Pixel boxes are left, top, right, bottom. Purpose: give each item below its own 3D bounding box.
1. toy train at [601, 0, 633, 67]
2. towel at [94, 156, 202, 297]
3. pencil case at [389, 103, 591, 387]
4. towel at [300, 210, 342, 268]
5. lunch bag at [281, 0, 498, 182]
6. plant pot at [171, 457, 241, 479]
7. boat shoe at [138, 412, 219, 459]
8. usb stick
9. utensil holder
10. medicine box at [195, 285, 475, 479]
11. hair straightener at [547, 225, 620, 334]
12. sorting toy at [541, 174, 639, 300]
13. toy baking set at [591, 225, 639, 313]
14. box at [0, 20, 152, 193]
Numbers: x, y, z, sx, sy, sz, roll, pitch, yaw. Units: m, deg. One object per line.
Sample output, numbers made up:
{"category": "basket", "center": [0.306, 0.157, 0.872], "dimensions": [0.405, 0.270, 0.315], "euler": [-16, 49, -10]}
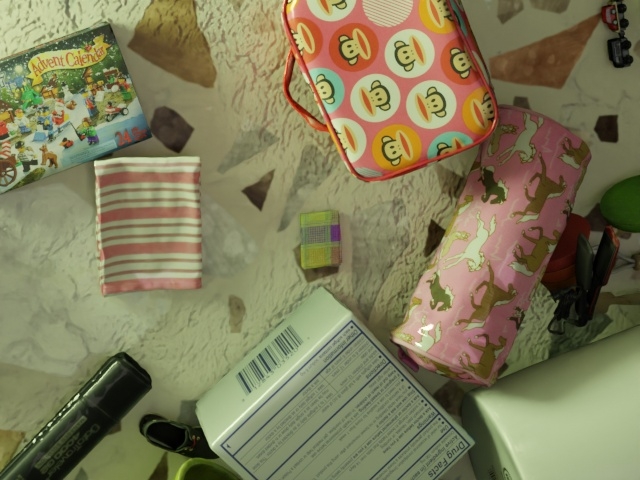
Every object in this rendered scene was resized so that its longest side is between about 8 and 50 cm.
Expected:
{"category": "toy train", "center": [0.421, -0.325, 1.794], "dimensions": [0.036, 0.027, 0.158], "euler": [-12, 107, -1]}
{"category": "towel", "center": [-0.228, -0.018, 1.674], "dimensions": [0.144, 0.029, 0.197], "euler": [-5, 115, -15]}
{"category": "pencil case", "center": [0.233, 0.012, 1.719], "dimensions": [0.160, 0.167, 0.386], "euler": [24, 83, -2]}
{"category": "towel", "center": [0.000, 0.000, 1.768], "dimensions": [0.060, 0.009, 0.083], "euler": [-6, 104, -13]}
{"category": "lunch bag", "center": [0.077, -0.227, 1.636], "dimensions": [0.258, 0.120, 0.293], "euler": [-20, 98, 12]}
{"category": "plant pot", "center": [-0.208, 0.549, 1.692], "dimensions": [0.353, 0.366, 0.366], "euler": [-38, 110, 8]}
{"category": "boat shoe", "center": [-0.194, 0.284, 1.770], "dimensions": [0.133, 0.042, 0.049], "euler": [24, 94, -21]}
{"category": "usb stick", "center": [-0.346, 0.271, 1.722], "dimensions": [0.278, 0.045, 0.077], "euler": [-46, 117, -1]}
{"category": "utensil holder", "center": [0.438, 0.297, 1.797], "dimensions": [0.385, 0.327, 0.328], "euler": [-18, 108, -9]}
{"category": "medicine box", "center": [0.019, 0.264, 1.765], "dimensions": [0.263, 0.149, 0.289], "euler": [-44, 111, -1]}
{"category": "hair straightener", "center": [0.359, 0.066, 1.778], "dimensions": [0.089, 0.047, 0.230], "euler": [-12, 147, -11]}
{"category": "sorting toy", "center": [0.462, -0.006, 1.831], "dimensions": [0.365, 0.127, 0.126], "euler": [-23, 121, -2]}
{"category": "toy baking set", "center": [0.497, 0.017, 1.900], "dimensions": [0.196, 0.030, 0.256], "euler": [26, 89, -14]}
{"category": "box", "center": [-0.354, -0.168, 1.610], "dimensions": [0.233, 0.044, 0.159], "euler": [-22, 109, -9]}
